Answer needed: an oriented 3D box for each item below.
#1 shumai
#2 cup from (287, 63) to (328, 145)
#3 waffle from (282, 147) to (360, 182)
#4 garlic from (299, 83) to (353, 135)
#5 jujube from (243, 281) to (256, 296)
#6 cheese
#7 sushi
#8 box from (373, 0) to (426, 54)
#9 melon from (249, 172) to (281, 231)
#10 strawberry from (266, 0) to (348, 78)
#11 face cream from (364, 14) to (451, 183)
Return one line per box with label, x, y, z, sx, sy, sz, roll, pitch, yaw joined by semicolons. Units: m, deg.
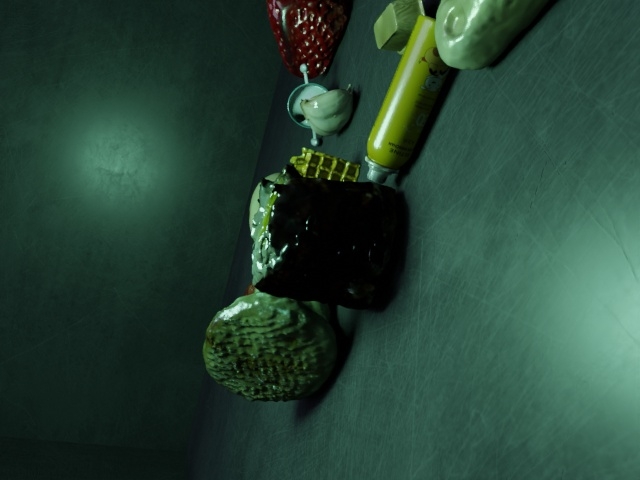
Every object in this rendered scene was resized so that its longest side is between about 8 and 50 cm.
shumai;-0.113;0.222;1.280;0.323;0.324;0.397;-73;9;-53
cup;-0.041;-0.506;1.783;0.173;0.167;0.300;-107;9;-73
waffle;-0.008;-0.165;1.336;0.055;0.210;0.161;-155;78;-72
garlic;0.032;-0.418;1.547;0.229;0.178;0.143;-77;-28;-79
jujube;-0.188;0.246;1.655;0.174;0.174;0.250;124;145;-48
cheese;0.307;-0.502;0.754;0.328;0.129;0.351;141;138;-66
sushi;-0.003;0.000;1.064;0.281;0.294;0.300;133;145;-58
box;0.201;-0.532;1.167;0.177;0.111;0.111;178;104;-76
melon;-0.136;-0.090;1.657;0.223;0.223;0.317;125;150;-49
strawberry;-0.054;-0.828;1.880;0.295;0.317;0.345;38;135;38
face cream;0.184;-0.283;1.012;0.105;0.105;0.349;-108;36;-58
